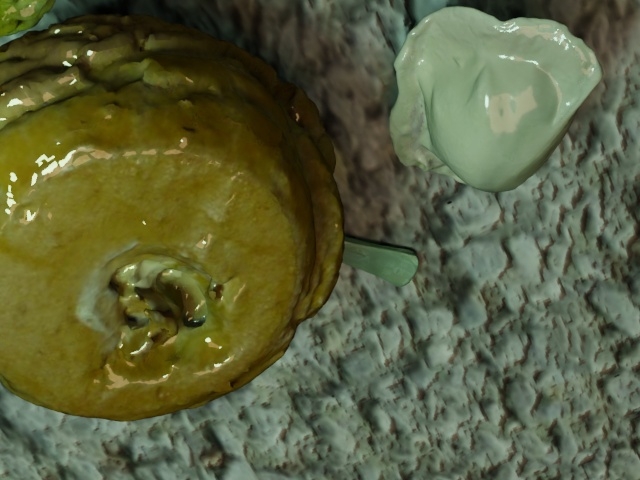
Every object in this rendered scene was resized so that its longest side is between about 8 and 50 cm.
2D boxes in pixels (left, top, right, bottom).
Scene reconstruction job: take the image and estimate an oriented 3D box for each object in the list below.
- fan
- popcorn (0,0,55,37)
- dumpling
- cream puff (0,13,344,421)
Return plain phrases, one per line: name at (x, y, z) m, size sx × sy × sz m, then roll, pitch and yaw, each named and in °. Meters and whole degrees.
fan at (0.000, 0.000, 1.133) m, size 0.193 × 0.016 × 0.038 m, roll 18°, pitch 120°, yaw -19°
popcorn at (-0.239, -0.219, 0.891) m, size 0.126 × 0.126 × 0.145 m, roll -20°, pitch 119°, yaw 16°
dumpling at (0.126, -0.110, 1.010) m, size 0.151 × 0.124 × 0.229 m, roll 21°, pitch 145°, yaw -4°
cream puff at (-0.154, -0.023, 0.968) m, size 0.343 × 0.231 × 0.327 m, roll -15°, pitch 130°, yaw -3°
